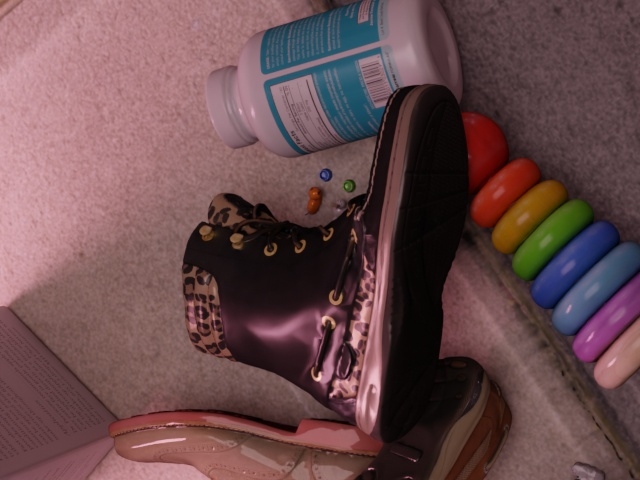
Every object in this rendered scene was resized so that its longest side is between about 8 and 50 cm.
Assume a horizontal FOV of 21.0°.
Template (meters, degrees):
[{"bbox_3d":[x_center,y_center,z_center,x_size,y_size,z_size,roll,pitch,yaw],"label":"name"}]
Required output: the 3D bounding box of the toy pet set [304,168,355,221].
[{"bbox_3d":[0.023,-0.005,1.935,0.122,0.065,0.114,25,103,18],"label":"toy pet set"}]

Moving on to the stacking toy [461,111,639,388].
[{"bbox_3d":[0.235,-0.003,1.813,0.330,0.141,0.141,45,108,11],"label":"stacking toy"}]

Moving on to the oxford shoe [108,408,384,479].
[{"bbox_3d":[-0.084,0.260,1.957,0.348,0.123,0.130,3,84,21],"label":"oxford shoe"}]

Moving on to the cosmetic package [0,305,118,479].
[{"bbox_3d":[-0.437,0.228,1.922,0.230,0.453,0.161,44,107,13],"label":"cosmetic package"}]

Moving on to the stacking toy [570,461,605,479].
[{"bbox_3d":[0.333,0.302,1.789,0.221,0.167,0.052,20,100,17],"label":"stacking toy"}]

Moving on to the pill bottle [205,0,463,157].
[{"bbox_3d":[0.011,-0.176,1.882,0.264,0.146,0.146,-14,90,21],"label":"pill bottle"}]

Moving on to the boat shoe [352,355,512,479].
[{"bbox_3d":[0.106,0.284,1.853,0.324,0.120,0.122,-55,34,-9],"label":"boat shoe"}]

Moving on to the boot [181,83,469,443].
[{"bbox_3d":[0.000,0.000,1.828,0.284,0.138,0.377,17,112,34],"label":"boot"}]
